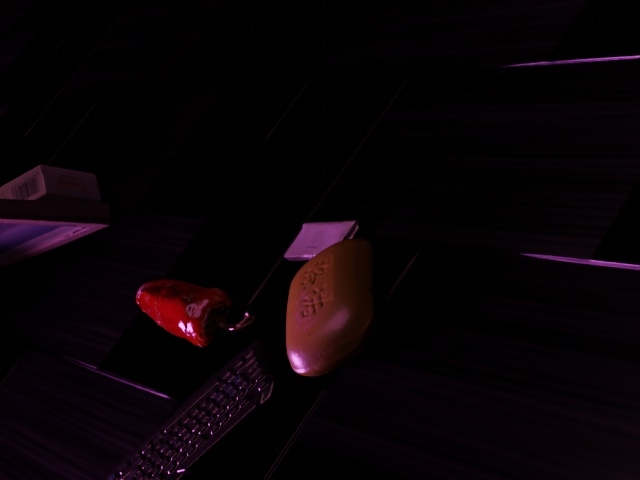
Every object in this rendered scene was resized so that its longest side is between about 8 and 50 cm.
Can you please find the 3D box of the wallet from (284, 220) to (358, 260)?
[{"bbox_3d":[0.000,0.000,1.246,0.083,0.011,0.044,0,52,55],"label":"wallet"}]

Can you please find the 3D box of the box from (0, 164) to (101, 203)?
[{"bbox_3d":[-0.371,-0.044,1.736,0.152,0.100,0.048,-27,69,29],"label":"box"}]

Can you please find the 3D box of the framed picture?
[{"bbox_3d":[-0.521,0.017,1.693,0.446,0.326,0.028,-20,75,43],"label":"framed picture"}]

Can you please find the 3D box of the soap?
[{"bbox_3d":[0.009,0.052,1.125,0.089,0.045,0.140,-37,28,25],"label":"soap"}]

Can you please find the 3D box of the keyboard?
[{"bbox_3d":[-0.138,0.192,1.176,0.262,0.016,0.106,-43,27,7],"label":"keyboard"}]

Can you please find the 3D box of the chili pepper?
[{"bbox_3d":[-0.133,0.063,1.313,0.268,0.050,0.059,14,80,61],"label":"chili pepper"}]
